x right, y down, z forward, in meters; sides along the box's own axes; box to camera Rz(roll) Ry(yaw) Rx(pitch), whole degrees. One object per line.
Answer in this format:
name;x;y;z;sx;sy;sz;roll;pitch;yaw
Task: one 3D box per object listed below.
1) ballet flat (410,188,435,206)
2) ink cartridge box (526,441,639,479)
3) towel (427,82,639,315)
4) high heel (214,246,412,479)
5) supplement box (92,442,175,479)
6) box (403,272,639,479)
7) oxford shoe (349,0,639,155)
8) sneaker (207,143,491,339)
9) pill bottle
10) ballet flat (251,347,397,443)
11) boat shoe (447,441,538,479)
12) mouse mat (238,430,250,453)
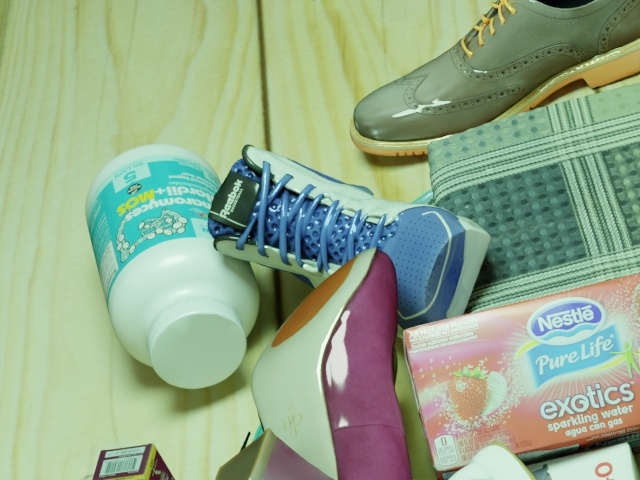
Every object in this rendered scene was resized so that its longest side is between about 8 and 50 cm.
ballet flat;0.166;-0.041;1.757;0.188;0.070;0.070;-30;38;-2
ink cartridge box;0.144;0.268;1.369;0.237;0.100;0.172;-15;40;11
towel;0.271;-0.016;1.634;0.324;0.056;0.312;-15;45;7
high heel;0.033;0.156;1.417;0.127;0.181;0.377;-38;15;36
supplement box;-0.159;0.224;1.599;0.055;0.083;0.043;-10;40;18
box;0.205;0.112;1.445;0.257;0.128;0.122;-14;72;3
oxford shoe;0.187;-0.204;1.875;0.364;0.132;0.130;-25;38;0
sneaker;-0.001;0.000;1.654;0.315;0.182;0.127;24;96;60
pill bottle;-0.143;0.029;1.771;0.146;0.146;0.264;-24;38;0
ballet flat;-0.010;0.229;1.479;0.116;0.124;0.342;-5;41;31
boat shoe;0.154;0.249;1.236;0.096;0.098;0.277;-32;32;-7
mouse mat;-0.100;0.250;1.452;0.152;0.007;0.189;-63;-1;-83
